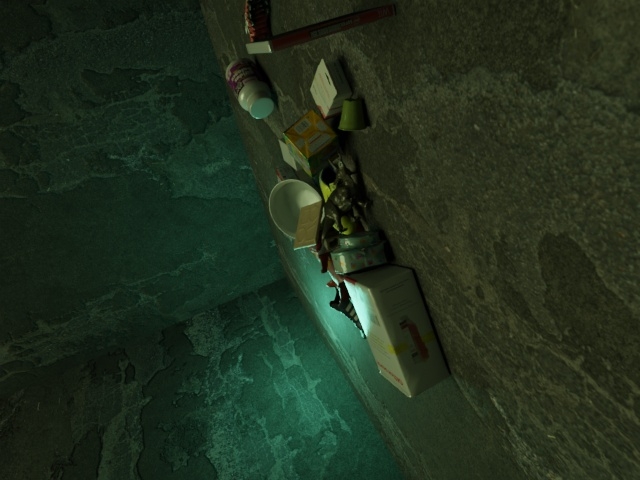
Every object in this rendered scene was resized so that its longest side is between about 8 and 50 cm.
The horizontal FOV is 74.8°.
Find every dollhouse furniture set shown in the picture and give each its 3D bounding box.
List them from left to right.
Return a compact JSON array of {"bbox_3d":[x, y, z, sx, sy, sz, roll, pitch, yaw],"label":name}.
[{"bbox_3d":[0.086,0.043,1.698,0.201,0.152,0.374,-125,18,-44],"label":"dollhouse furniture set"}]

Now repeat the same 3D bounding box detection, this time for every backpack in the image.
[{"bbox_3d":[0.129,0.044,1.447,0.166,0.188,0.144,-169,57,-76],"label":"backpack"}]

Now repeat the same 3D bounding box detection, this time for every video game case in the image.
[{"bbox_3d":[-0.009,-0.465,0.926,0.204,0.285,0.025,46,156,59],"label":"video game case"}]

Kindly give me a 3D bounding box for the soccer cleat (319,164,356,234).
[{"bbox_3d":[0.058,-0.154,1.548,0.121,0.094,0.289,86,167,-63],"label":"soccer cleat"}]

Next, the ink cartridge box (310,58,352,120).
[{"bbox_3d":[0.033,-0.458,1.262,0.198,0.067,0.115,154,93,-79],"label":"ink cartridge box"}]

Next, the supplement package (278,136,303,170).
[{"bbox_3d":[-0.099,-0.391,1.830,0.179,0.105,0.105,47,156,56],"label":"supplement package"}]

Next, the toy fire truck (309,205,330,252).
[{"bbox_3d":[0.011,-0.054,1.782,0.047,0.192,0.135,24,153,13],"label":"toy fire truck"}]

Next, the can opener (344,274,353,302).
[{"bbox_3d":[0.129,0.179,1.892,0.280,0.093,0.074,52,164,49],"label":"can opener"}]

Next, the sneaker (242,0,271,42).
[{"bbox_3d":[-0.261,-0.890,1.656,0.135,0.098,0.276,60,167,21],"label":"sneaker"}]

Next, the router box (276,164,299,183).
[{"bbox_3d":[-0.130,-0.199,2.328,0.335,0.082,0.301,59,165,31],"label":"router box"}]

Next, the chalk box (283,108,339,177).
[{"bbox_3d":[-0.024,-0.314,1.424,0.132,0.132,0.213,49,176,12],"label":"chalk box"}]

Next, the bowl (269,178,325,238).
[{"bbox_3d":[-0.079,-0.160,1.943,0.298,0.134,0.297,12,118,23],"label":"bowl"}]

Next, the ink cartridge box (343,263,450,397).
[{"bbox_3d":[0.249,0.286,1.428,0.279,0.160,0.384,-170,59,-75],"label":"ink cartridge box"}]

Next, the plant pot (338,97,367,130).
[{"bbox_3d":[0.091,-0.361,1.191,0.083,0.083,0.079,-132,35,-56],"label":"plant pot"}]

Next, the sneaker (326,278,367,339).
[{"bbox_3d":[0.130,0.332,2.019,0.350,0.148,0.131,68,167,-3],"label":"sneaker"}]

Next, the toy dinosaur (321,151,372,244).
[{"bbox_3d":[0.075,-0.126,1.447,0.160,0.121,0.313,53,135,41],"label":"toy dinosaur"}]

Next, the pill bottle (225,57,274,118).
[{"bbox_3d":[-0.345,-0.750,2.076,0.301,0.169,0.169,60,165,27],"label":"pill bottle"}]

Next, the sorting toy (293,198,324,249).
[{"bbox_3d":[-0.044,-0.063,1.765,0.208,0.038,0.193,-17,60,59],"label":"sorting toy"}]

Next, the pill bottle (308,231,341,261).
[{"bbox_3d":[0.000,0.000,2.014,0.245,0.136,0.136,-132,23,-56],"label":"pill bottle"}]
